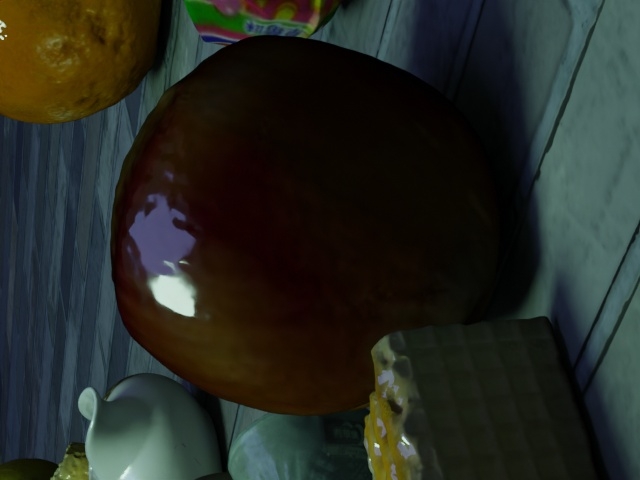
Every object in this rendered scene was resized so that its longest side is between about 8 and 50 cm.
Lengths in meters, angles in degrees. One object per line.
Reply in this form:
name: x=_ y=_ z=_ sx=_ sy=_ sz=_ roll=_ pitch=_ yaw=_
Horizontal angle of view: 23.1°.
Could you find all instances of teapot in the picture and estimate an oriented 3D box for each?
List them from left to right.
teapot: x=-0.170 y=0.234 z=1.445 sx=0.204 sy=0.139 sz=0.298 roll=-113 pitch=26 yaw=-44

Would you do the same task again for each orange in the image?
orange: x=-0.276 y=-0.245 z=1.568 sx=0.261 sy=0.261 sz=0.261 roll=178 pitch=90 yaw=-73

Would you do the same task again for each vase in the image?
vase: x=0.018 y=0.206 z=0.898 sx=0.096 sy=0.096 sz=0.219 roll=106 pitch=152 yaw=-47

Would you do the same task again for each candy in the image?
candy: x=-0.011 y=-0.282 z=0.911 sx=0.124 sy=0.124 sz=0.365 roll=-119 pitch=37 yaw=-56

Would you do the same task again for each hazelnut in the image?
hazelnut: x=0.000 y=0.000 z=0.792 sx=0.208 sy=0.208 sz=0.208 roll=178 pitch=90 yaw=-73

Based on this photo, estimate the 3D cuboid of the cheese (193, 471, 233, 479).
cheese: x=-0.040 y=0.197 z=1.009 sx=0.064 sy=0.137 sz=0.227 roll=-40 pitch=7 yaw=22

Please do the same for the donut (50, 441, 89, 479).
donut: x=-0.233 y=0.303 z=1.659 sx=0.295 sy=0.151 sz=0.112 roll=-94 pitch=16 yaw=-77

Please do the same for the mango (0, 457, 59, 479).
mango: x=-0.334 y=0.385 z=1.931 sx=0.253 sy=0.182 sz=0.365 roll=60 pitch=-177 yaw=-5

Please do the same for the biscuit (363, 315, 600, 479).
biscuit: x=0.096 y=0.205 z=0.623 sx=0.054 sy=0.094 sz=0.378 roll=110 pitch=152 yaw=-52
